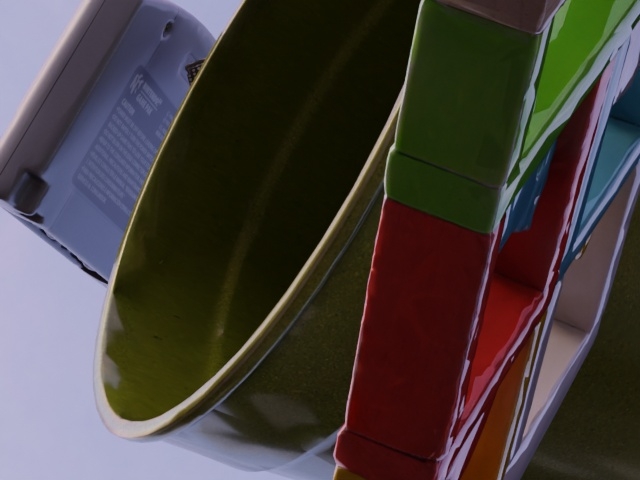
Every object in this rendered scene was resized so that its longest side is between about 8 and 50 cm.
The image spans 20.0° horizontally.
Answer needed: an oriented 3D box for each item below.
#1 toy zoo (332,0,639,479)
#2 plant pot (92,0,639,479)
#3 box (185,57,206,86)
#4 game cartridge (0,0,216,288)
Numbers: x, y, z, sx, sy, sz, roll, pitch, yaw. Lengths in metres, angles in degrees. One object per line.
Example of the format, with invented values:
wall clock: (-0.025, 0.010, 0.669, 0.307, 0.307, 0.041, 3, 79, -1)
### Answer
toy zoo: (0.058, 0.004, 0.532, 0.030, 0.192, 0.293, 22, -50, 16)
plant pot: (0.115, 0.015, 1.027, 0.353, 0.366, 0.366, 28, -47, -19)
box: (0.000, 0.000, 1.316, 0.060, 0.216, 0.270, -18, -94, 16)
game cartridge: (-0.145, -0.076, 1.362, 0.062, 0.198, 0.297, 23, -10, 16)
